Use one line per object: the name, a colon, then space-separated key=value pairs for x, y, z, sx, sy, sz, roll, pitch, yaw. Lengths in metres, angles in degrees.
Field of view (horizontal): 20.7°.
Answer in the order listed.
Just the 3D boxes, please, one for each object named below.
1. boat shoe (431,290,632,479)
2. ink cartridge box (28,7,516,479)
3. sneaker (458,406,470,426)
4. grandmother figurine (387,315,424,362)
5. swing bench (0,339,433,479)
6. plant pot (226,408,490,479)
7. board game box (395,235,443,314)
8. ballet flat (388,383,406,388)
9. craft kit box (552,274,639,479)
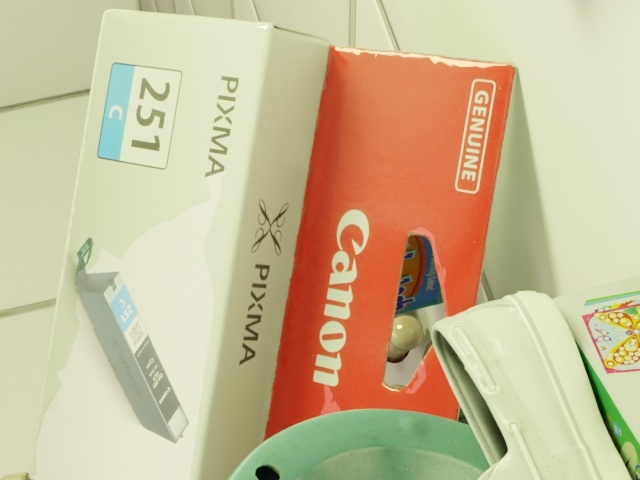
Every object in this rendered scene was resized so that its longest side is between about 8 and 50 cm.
boat shoe: x=0.093 y=0.103 z=0.740 sx=0.066 sy=0.063 sz=0.184 roll=93 pitch=163 yaw=-60
ink cartridge box: x=-0.037 y=0.024 z=1.005 sx=0.261 sy=0.066 sz=0.296 roll=11 pitch=93 yaw=37
sneaker: x=0.093 y=0.206 z=1.026 sx=0.097 sy=0.135 sz=0.276 roll=-166 pitch=63 yaw=-79
grandmother figurine: x=0.016 y=0.015 z=1.402 sx=0.208 sy=0.104 sz=0.342 roll=59 pitch=166 yaw=28
swing bench: x=-0.041 y=0.191 z=1.213 sx=0.255 sy=0.253 sz=0.165 roll=-30 pitch=-71 yaw=-70
plant pot: x=0.018 y=0.228 z=0.828 sx=0.271 sy=0.272 sz=0.255 roll=-111 pitch=25 yaw=-46
board game box: x=-0.014 y=0.013 z=1.191 sx=0.160 sy=0.210 sz=0.047 roll=91 pitch=163 yaw=-62
ballet flat: x=0.061 y=0.154 z=1.433 sx=0.203 sy=0.074 sz=0.074 roll=87 pitch=169 yaw=-78
craft kit box: x=0.169 y=0.184 z=0.765 sx=0.246 sy=0.061 sz=0.250 roll=-119 pitch=18 yaw=-55
